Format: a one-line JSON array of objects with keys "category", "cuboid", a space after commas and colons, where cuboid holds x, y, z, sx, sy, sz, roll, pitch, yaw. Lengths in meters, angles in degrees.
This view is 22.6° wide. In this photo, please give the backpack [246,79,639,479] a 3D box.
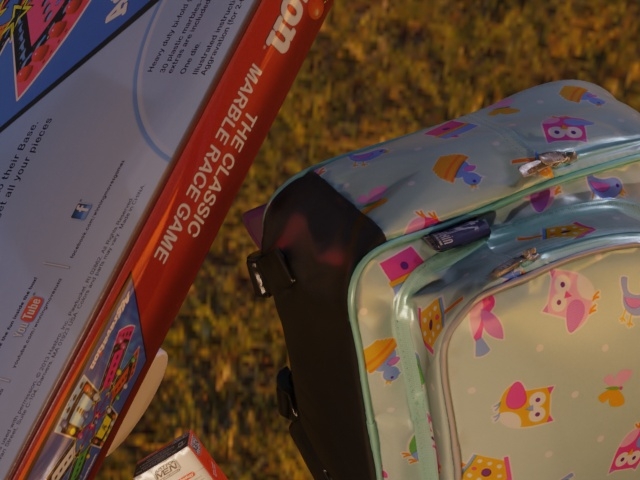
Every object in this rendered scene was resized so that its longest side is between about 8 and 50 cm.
[{"category": "backpack", "cuboid": [0.087, 0.029, 0.660, 0.188, 0.166, 0.144, -27, 34, -25]}]

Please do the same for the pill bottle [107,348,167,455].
[{"category": "pill bottle", "cuboid": [-0.226, 0.062, 1.167, 0.221, 0.124, 0.124, 30, 50, 10]}]

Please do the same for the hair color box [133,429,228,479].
[{"category": "hair color box", "cuboid": [-0.123, 0.273, 1.652, 0.072, 0.141, 0.043, -31, 16, 10]}]

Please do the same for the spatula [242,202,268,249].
[{"category": "spatula", "cuboid": [0.000, 0.000, 1.254, 0.030, 0.296, 0.084, -35, 97, -14]}]

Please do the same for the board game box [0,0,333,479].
[{"category": "board game box", "cuboid": [-0.081, -0.024, 0.457, 0.145, 0.027, 0.281, 10, 66, 41]}]
